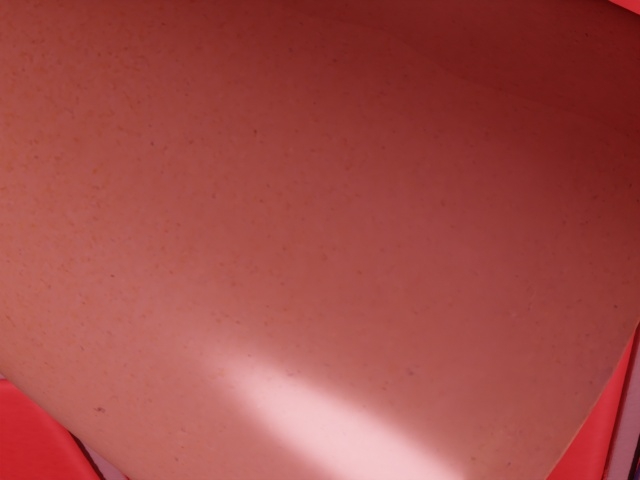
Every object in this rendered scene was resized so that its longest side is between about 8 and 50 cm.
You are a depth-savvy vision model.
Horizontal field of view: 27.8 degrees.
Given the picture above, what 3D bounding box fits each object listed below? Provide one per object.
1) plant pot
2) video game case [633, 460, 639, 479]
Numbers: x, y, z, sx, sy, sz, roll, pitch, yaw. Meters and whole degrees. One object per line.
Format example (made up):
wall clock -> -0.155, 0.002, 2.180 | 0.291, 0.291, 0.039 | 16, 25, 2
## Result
plant pot -> -0.056, -0.037, 0.473 | 0.274, 0.256, 0.256 | 29, 141, -12
video game case -> 0.364, 0.180, 0.956 | 0.244, 0.061, 0.269 | -1, 148, 5
